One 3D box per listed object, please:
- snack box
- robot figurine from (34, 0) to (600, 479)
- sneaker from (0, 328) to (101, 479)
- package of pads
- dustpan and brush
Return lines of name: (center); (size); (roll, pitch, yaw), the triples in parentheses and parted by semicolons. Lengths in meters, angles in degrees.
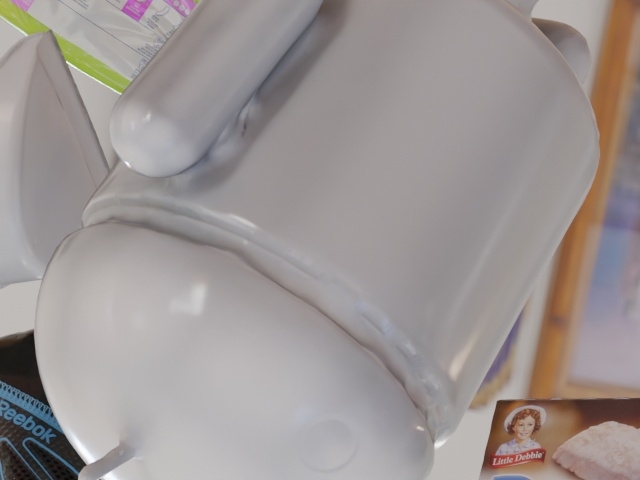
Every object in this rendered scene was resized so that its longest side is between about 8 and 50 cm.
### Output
snack box: (0.146, 0.095, 0.787); (0.178, 0.064, 0.022); (-4, 149, 34)
robot figurine: (0.000, 0.000, 0.928); (0.200, 0.353, 0.300); (12, 147, 37)
sneaker: (-0.150, 0.190, 1.215); (0.140, 0.341, 0.125); (-22, 150, -7)
package of pads: (-0.210, -0.206, 1.425); (0.296, 0.101, 0.229); (34, 180, -7)
dustpan and brush: (-0.194, -0.004, 1.155); (0.060, 0.211, 0.147); (1, 141, 16)
